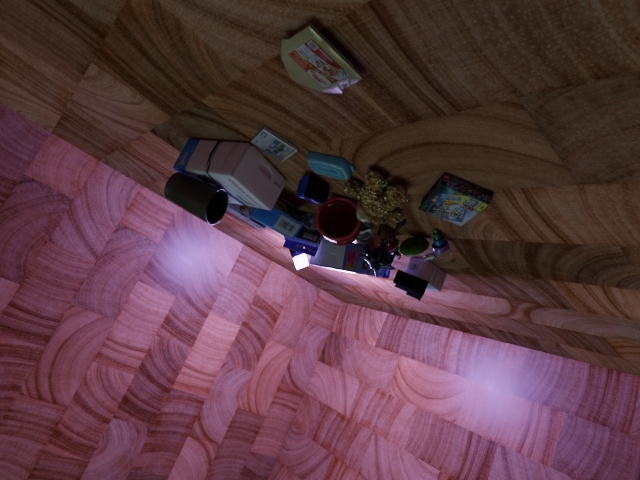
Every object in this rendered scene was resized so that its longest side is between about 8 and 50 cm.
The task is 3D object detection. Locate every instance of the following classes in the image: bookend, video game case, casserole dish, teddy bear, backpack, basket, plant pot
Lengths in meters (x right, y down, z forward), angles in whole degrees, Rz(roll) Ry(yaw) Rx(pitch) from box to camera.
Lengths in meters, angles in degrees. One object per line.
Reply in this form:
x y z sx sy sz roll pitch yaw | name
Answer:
0.441 0.223 2.097 0.156 0.072 0.157 22 165 14 | bookend
-0.171 -0.352 1.560 0.143 0.019 0.157 29 164 -20 | video game case
0.031 -0.264 1.518 0.189 0.036 0.114 17 164 24 | casserole dish
0.198 -0.143 1.535 0.245 0.113 0.338 31 164 -17 | teddy bear
-0.029 -0.205 1.713 0.120 0.097 0.101 18 180 -33 | backpack
-0.534 -0.188 1.811 0.227 0.154 0.204 26 164 11 | basket
0.084 -0.070 1.817 0.191 0.191 0.174 21 168 14 | plant pot

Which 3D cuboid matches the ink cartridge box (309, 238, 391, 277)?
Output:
0.184 0.095 2.191 0.396 0.151 0.270 11 178 -39 | ink cartridge box

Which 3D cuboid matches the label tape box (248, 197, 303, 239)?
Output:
-0.232 -0.161 2.091 0.241 0.105 0.333 30 -165 -23 | label tape box

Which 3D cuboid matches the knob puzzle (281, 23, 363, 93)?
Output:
-0.012 -0.426 1.018 0.213 0.029 0.213 22 166 6 | knob puzzle

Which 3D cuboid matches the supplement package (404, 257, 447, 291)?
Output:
0.529 0.171 2.130 0.179 0.105 0.105 33 162 -28 | supplement package

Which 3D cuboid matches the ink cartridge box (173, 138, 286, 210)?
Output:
-0.394 -0.289 1.845 0.395 0.166 0.285 13 162 37 | ink cartridge box

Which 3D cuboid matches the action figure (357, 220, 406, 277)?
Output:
0.255 0.031 1.723 0.164 0.275 0.141 21 164 13 | action figure

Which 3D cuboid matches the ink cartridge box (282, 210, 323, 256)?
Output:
-0.077 -0.040 2.142 0.206 0.208 0.045 15 163 30 | ink cartridge box

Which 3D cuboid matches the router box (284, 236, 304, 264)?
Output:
-0.153 0.015 2.428 0.081 0.242 0.309 -21 165 -4 | router box

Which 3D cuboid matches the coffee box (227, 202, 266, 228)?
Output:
-0.386 -0.179 2.280 0.247 0.141 0.098 33 164 -27 | coffee box

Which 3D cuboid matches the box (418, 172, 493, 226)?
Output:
0.426 -0.125 1.359 0.159 0.044 0.233 23 166 3 | box

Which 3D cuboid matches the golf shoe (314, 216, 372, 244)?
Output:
0.111 -0.080 1.967 0.273 0.105 0.120 19 151 -4 | golf shoe

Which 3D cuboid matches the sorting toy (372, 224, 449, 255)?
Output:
0.362 -0.019 1.795 0.366 0.127 0.126 5 127 45 | sorting toy

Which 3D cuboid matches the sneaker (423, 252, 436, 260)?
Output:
0.514 0.083 1.987 0.037 0.031 0.083 27 166 -11 | sneaker
